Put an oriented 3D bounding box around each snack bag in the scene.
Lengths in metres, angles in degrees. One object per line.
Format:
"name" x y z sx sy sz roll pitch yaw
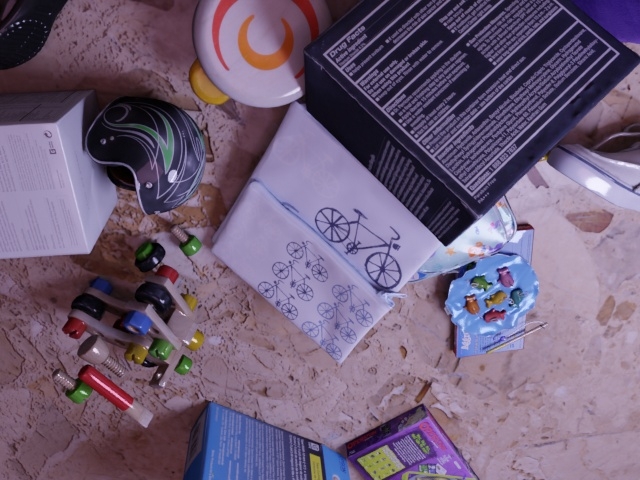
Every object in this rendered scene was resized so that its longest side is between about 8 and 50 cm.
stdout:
"snack bag" 0.000 0.000 0.933 0.323 0.037 0.342 42 125 7

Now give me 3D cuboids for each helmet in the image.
"helmet" -0.256 -0.129 0.887 0.162 0.169 0.169 27 113 3

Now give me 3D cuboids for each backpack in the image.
"backpack" 0.176 -0.049 0.965 0.254 0.191 0.225 -23 105 16

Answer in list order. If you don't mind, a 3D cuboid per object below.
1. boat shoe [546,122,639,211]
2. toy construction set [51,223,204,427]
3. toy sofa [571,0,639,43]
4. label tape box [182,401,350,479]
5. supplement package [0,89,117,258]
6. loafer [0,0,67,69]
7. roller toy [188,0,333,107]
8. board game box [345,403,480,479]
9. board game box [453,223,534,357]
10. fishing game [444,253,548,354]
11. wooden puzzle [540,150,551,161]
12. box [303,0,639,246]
"boat shoe" 0.566 -0.129 0.985 0.367 0.135 0.156 17 114 -17
"toy construction set" -0.287 0.185 0.987 0.258 0.308 0.237 -27 121 17
"toy sofa" 0.391 -0.315 0.747 0.177 0.362 0.150 -26 117 1
"label tape box" -0.102 0.505 1.179 0.348 0.249 0.115 28 111 -18
"supplement package" -0.473 -0.102 0.864 0.263 0.198 0.199 -4 118 -4
"loafer" -0.428 -0.337 0.828 0.220 0.080 0.078 -42 81 16
"roller toy" -0.087 -0.292 0.832 0.191 0.146 0.209 4 109 -16
"board game box" 0.234 0.545 1.347 0.208 0.056 0.346 -28 116 14
"board game box" 0.337 0.105 1.142 0.145 0.027 0.281 -7 117 -3
"fishing game" 0.332 0.110 1.107 0.189 0.041 0.264 -24 116 4
"wooden puzzle" 0.358 -0.182 1.006 0.079 0.014 0.116 -23 117 1
"box" 0.182 -0.206 0.773 0.296 0.182 0.294 -42 82 -9
